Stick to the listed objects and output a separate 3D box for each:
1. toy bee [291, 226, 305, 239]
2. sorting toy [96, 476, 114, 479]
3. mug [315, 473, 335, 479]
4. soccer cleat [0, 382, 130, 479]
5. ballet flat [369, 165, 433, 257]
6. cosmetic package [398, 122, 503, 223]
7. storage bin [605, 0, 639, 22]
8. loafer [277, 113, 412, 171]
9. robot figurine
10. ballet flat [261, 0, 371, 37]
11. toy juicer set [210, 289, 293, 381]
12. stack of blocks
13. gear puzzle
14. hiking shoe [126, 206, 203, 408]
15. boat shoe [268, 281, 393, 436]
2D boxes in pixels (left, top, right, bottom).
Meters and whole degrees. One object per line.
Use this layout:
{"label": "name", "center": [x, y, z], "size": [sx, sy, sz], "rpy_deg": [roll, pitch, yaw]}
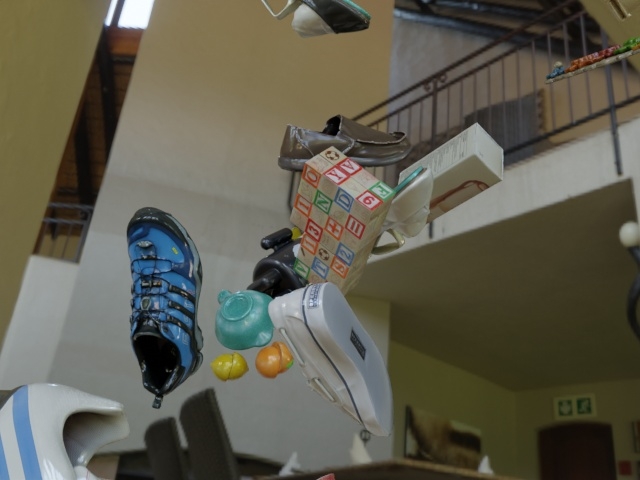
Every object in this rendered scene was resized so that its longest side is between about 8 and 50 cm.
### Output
{"label": "toy bee", "center": [0.000, 0.000, 1.956], "size": [0.298, 0.162, 0.195], "rpy_deg": [-16, -29, 3]}
{"label": "sorting toy", "center": [-0.447, 0.427, 0.976], "size": [0.089, 0.255, 0.257], "rpy_deg": [39, -11, 26]}
{"label": "mug", "center": [0.014, 0.609, 1.420], "size": [0.113, 0.169, 0.150], "rpy_deg": [-14, -30, -34]}
{"label": "soccer cleat", "center": [-0.260, 0.251, 0.548], "size": [0.143, 0.331, 0.116], "rpy_deg": [5, -51, 3]}
{"label": "ballet flat", "center": [0.175, -0.050, 1.589], "size": [0.139, 0.139, 0.400], "rpy_deg": [16, -25, -20]}
{"label": "cosmetic package", "center": [0.374, -0.187, 1.942], "size": [0.129, 0.153, 0.296], "rpy_deg": [39, -46, -21]}
{"label": "storage bin", "center": [0.355, -0.423, 0.705], "size": [0.262, 0.123, 0.260], "rpy_deg": [-37, -54, 24]}
{"label": "loafer", "center": [0.070, -0.249, 1.664], "size": [0.366, 0.130, 0.134], "rpy_deg": [-9, 17, -26]}
{"label": "robot figurine", "center": [-0.061, 0.090, 1.723], "size": [0.174, 0.278, 0.209], "rpy_deg": [15, -59, 33]}
{"label": "ballet flat", "center": [-0.032, -0.426, 1.204], "size": [0.280, 0.096, 0.095], "rpy_deg": [41, 10, 26]}
{"label": "toy juicer set", "center": [-0.165, 0.181, 1.295], "size": [0.329, 0.209, 0.089], "rpy_deg": [9, -35, 27]}
{"label": "stack of blocks", "center": [0.028, -0.028, 1.411], "size": [0.171, 0.087, 0.297], "rpy_deg": [38, -41, 19]}
{"label": "gear puzzle", "center": [0.665, -0.432, 1.539], "size": [0.175, 0.044, 0.339], "rpy_deg": [-22, 8, -13]}
{"label": "hiking shoe", "center": [-0.247, 0.100, 1.053], "size": [0.113, 0.304, 0.132], "rpy_deg": [-7, 15, 7]}
{"label": "boat shoe", "center": [0.019, 0.152, 0.824], "size": [0.084, 0.095, 0.258], "rpy_deg": [-12, -57, 23]}
